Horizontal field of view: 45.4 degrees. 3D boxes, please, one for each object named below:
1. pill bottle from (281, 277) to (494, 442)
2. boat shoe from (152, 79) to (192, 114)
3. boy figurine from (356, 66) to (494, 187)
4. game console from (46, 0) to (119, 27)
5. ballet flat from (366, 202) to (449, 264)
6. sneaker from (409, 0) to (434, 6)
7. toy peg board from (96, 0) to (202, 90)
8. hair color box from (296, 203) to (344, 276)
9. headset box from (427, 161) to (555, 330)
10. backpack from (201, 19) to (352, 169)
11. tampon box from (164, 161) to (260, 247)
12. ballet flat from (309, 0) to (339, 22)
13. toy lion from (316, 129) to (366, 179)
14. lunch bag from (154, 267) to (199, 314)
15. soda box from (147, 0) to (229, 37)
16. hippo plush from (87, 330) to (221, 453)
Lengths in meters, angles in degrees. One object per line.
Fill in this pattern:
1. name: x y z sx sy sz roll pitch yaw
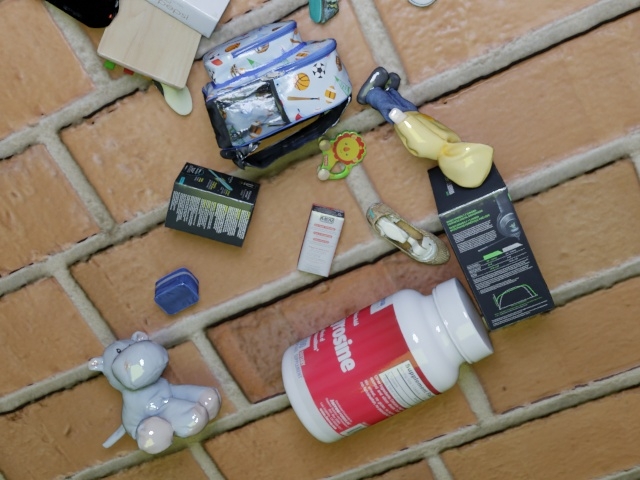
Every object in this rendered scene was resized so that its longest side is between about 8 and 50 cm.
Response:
1. pill bottle: 0.141 0.244 1.606 0.407 0.229 0.229 -29 110 15
2. boat shoe: -0.293 -0.303 1.481 0.049 0.042 0.133 -37 109 -4
3. boy figurine: 0.188 -0.201 1.375 0.285 0.177 0.092 44 111 31
4. game console: -0.407 -0.544 1.252 0.213 0.044 0.361 32 130 10
5. ballet flat: 0.181 -0.001 1.579 0.206 0.067 0.073 30 112 -11
6. sneaker: 0.207 -0.531 1.321 0.094 0.091 0.258 16 114 -4
7. toy peg board: -0.314 -0.365 1.409 0.160 0.079 0.161 21 70 -19
8. hair color box: 0.000 0.000 1.603 0.072 0.043 0.141 14 116 -4
9. headset box: 0.317 -0.019 1.468 0.131 0.246 0.283 -23 110 13
10. backpack: -0.081 -0.281 1.376 0.263 0.276 0.213 -16 115 -4
11. tampon box: -0.215 -0.072 1.538 0.161 0.120 0.101 16 114 -4
12. ballet flat: 0.011 -0.475 1.349 0.070 0.070 0.188 5 143 1
13. toy lion: 0.042 -0.172 1.531 0.096 0.034 0.100 0 115 -5
14. lunch bag: -0.313 0.109 1.658 0.098 0.065 0.067 -26 126 13
15. soda box: -0.271 -0.459 1.368 0.216 0.074 0.069 29 157 -14
16. hippo plush: -0.371 0.317 1.712 0.294 0.234 0.237 -12 99 53
